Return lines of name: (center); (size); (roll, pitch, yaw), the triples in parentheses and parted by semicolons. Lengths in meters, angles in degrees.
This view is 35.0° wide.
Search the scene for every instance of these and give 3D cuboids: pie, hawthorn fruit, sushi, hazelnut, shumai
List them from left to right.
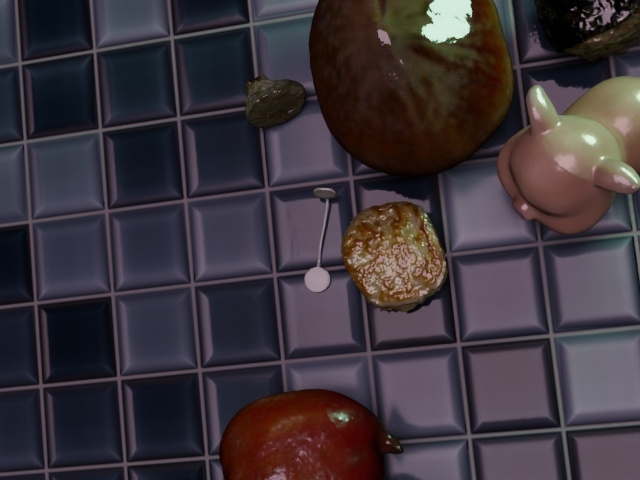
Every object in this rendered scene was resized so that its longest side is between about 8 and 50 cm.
shumai: (-0.095, -0.278, 1.944); (0.124, 0.099, 0.087); (-20, 57, -13)
hawthorn fruit: (-0.038, 0.392, 1.771); (0.295, 0.295, 0.311); (39, 95, 13)
pie: (0.135, 0.029, 1.859); (0.179, 0.084, 0.205); (-27, 78, 7)
hazelnut: (0.158, -0.316, 1.774); (0.359, 0.359, 0.409); (-16, 90, 10)
sushi: (0.548, -0.442, 1.759); (0.350, 0.211, 0.170); (-27, 84, 14)

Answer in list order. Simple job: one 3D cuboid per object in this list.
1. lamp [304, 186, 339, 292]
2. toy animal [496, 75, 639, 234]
lamp: (0.000, 0.000, 1.911); (0.050, 0.056, 0.198); (6, 89, 10)
toy animal: (0.456, -0.151, 1.714); (0.326, 0.269, 0.237); (-42, 72, 2)
